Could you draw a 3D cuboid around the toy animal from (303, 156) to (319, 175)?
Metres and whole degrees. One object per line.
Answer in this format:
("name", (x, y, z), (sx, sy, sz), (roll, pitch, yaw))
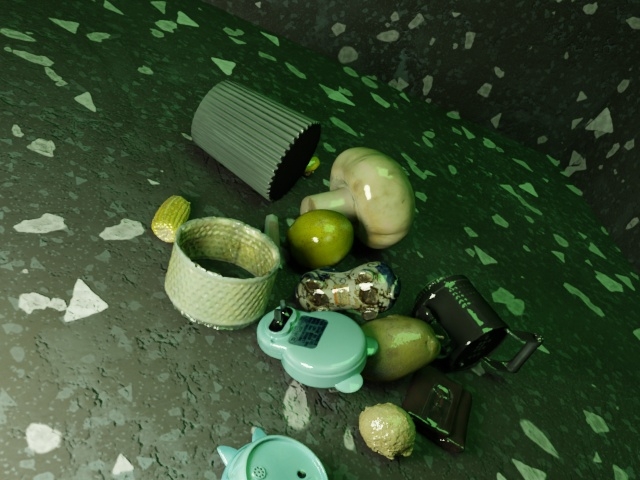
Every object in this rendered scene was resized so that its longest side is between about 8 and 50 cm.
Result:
("toy animal", (-0.070, -0.279, 2.237), (0.114, 0.082, 0.091), (43, 65, -6))

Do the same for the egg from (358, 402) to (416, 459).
("egg", (0.156, 0.437, 1.436), (0.140, 0.118, 0.116), (21, -10, 0))

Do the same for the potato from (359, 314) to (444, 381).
("potato", (0.196, 0.276, 1.607), (0.252, 0.159, 0.174), (-13, 60, -1))

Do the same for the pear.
("pear", (0.001, 0.001, 1.812), (0.198, 0.198, 0.198), (22, 34, -16))

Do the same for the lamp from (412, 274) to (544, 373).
("lamp", (0.412, 0.232, 1.821), (0.375, 0.205, 0.272), (5, 44, -19))

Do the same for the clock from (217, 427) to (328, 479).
("clock", (-0.079, 0.480, 1.192), (0.224, 0.094, 0.274), (-13, 54, -49))

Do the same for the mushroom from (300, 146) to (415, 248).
("mushroom", (0.139, -0.149, 1.995), (0.353, 0.325, 0.353), (23, 40, -21))

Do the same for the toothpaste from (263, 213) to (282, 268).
("toothpaste", (-0.143, 0.003, 1.828), (0.067, 0.043, 0.194), (20, 40, -22))

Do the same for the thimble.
("thimble", (-0.236, 0.073, 1.514), (0.271, 0.150, 0.270), (14, 32, -9))

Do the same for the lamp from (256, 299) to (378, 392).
("lamp", (-0.017, 0.252, 1.495), (0.284, 0.147, 0.209), (29, 39, 3))

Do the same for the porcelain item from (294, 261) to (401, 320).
("porcelain item", (0.077, 0.128, 1.682), (0.288, 0.137, 0.186), (-7, 12, 18))

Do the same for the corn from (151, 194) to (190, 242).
("corn", (-0.399, -0.060, 1.673), (0.085, 0.063, 0.165), (18, 32, -4))

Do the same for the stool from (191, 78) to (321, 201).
("stool", (-0.211, -0.335, 2.002), (0.330, 0.297, 0.297), (34, 32, 11))

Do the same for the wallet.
("wallet", (0.312, 0.431, 1.627), (0.182, 0.049, 0.229), (32, 31, 5))
